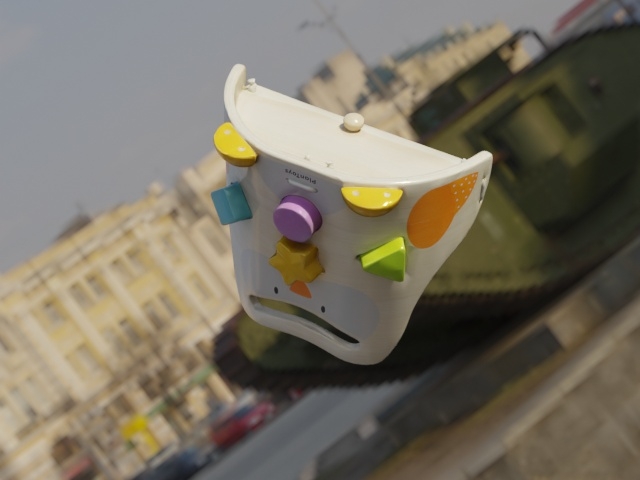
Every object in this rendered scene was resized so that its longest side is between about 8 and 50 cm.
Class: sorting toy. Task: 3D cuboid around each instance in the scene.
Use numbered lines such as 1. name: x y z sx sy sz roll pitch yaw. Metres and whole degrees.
1. sorting toy: 0.000 0.000 0.500 0.045 0.083 0.075 -48 -28 -47
